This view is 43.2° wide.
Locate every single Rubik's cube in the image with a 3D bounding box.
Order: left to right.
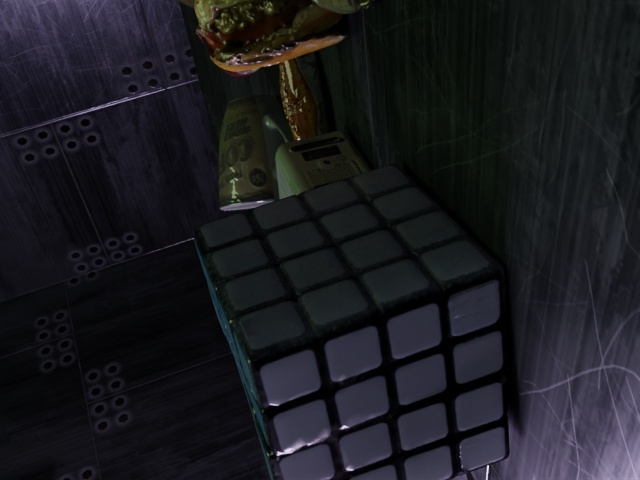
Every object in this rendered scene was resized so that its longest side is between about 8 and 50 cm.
[{"bbox_3d":[0.042,0.139,1.155,0.344,0.343,0.337,-124,19,-56],"label":"Rubik's cube"}]

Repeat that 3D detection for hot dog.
[{"bbox_3d":[-0.034,-0.279,1.588,0.144,0.075,0.268,-122,19,-62],"label":"hot dog"}]

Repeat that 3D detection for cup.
[{"bbox_3d":[-0.125,-0.209,1.875,0.301,0.227,0.257,-4,95,61],"label":"cup"}]

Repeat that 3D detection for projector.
[{"bbox_3d":[0.015,-0.053,1.486,0.177,0.163,0.242,-117,15,-46],"label":"projector"}]

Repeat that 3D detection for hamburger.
[{"bbox_3d":[-0.082,-0.361,1.270,0.244,0.244,0.163,-147,41,-74],"label":"hamburger"}]

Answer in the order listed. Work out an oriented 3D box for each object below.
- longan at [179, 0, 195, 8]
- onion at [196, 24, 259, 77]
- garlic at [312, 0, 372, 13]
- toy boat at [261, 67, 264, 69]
[{"bbox_3d":[-0.298,-0.673,1.975,0.220,0.196,0.197,82,167,-71],"label":"longan"},{"bbox_3d":[-0.208,-0.482,1.838,0.230,0.163,0.230,36,137,42],"label":"onion"},{"bbox_3d":[0.011,-0.385,1.132,0.101,0.087,0.196,122,133,-61],"label":"garlic"},{"bbox_3d":[-0.178,-0.494,1.977,0.077,0.075,0.185,76,170,-76],"label":"toy boat"}]
